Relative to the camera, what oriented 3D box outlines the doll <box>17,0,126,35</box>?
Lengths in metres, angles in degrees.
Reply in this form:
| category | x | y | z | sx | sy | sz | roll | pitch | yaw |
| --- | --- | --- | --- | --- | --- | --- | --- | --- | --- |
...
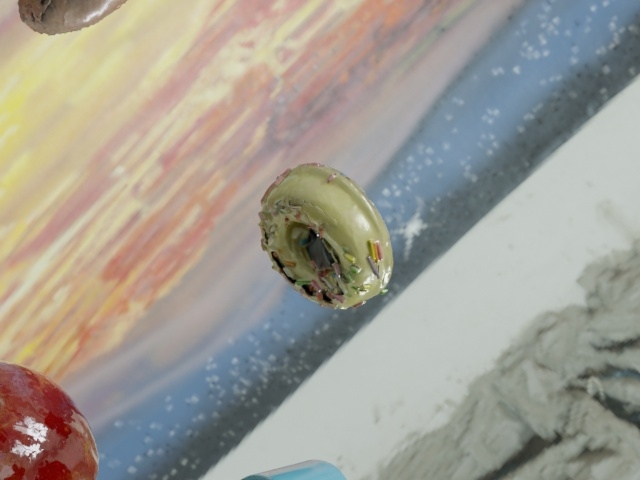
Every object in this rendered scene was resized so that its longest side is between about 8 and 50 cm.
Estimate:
| category | x | y | z | sx | sy | sz | roll | pitch | yaw |
| --- | --- | --- | --- | --- | --- | --- | --- | --- | --- |
| doll | -0.166 | -0.232 | 0.667 | 0.303 | 0.201 | 0.156 | -17 | -179 | -5 |

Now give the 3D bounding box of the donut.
| category | x | y | z | sx | sy | sz | roll | pitch | yaw |
| --- | --- | --- | --- | --- | --- | --- | --- | --- | --- |
| donut | 0.000 | 0.000 | 1.141 | 0.175 | 0.174 | 0.068 | -8 | -158 | 48 |

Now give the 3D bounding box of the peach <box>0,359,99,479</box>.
| category | x | y | z | sx | sy | sz | roll | pitch | yaw |
| --- | --- | --- | --- | --- | --- | --- | --- | --- | --- |
| peach | -0.335 | 0.234 | 1.034 | 0.243 | 0.243 | 0.199 | -47 | 176 | 1 |

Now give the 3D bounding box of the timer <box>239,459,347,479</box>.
| category | x | y | z | sx | sy | sz | roll | pitch | yaw |
| --- | --- | --- | --- | --- | --- | --- | --- | --- | --- |
| timer | -0.058 | 0.346 | 0.974 | 0.250 | 0.091 | 0.232 | -32 | -107 | 31 |
